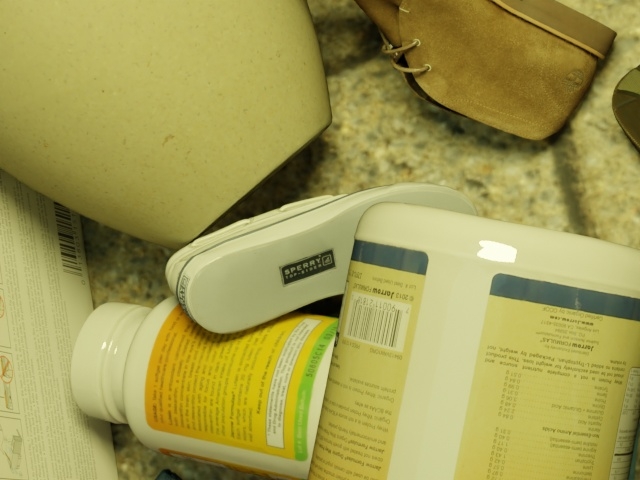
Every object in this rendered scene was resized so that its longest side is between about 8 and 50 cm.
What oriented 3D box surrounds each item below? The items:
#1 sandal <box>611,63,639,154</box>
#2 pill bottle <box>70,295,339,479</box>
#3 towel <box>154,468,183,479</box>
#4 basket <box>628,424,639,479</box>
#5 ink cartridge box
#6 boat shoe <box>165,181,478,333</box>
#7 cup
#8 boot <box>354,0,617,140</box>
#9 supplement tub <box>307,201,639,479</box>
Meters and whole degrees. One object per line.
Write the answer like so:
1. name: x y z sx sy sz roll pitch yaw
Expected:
1. sandal: 0.292 -0.044 1.222 0.090 0.060 0.219 -33 55 9
2. pill bottle: -0.075 0.117 1.306 0.245 0.136 0.136 8 84 25
3. towel: -0.145 0.260 1.372 0.067 0.029 0.119 40 99 24
4. basket: 0.307 0.201 1.102 0.289 0.201 0.255 0 78 50
5. ink cartridge box: -0.275 0.072 1.334 0.066 0.261 0.296 -16 74 20
6. boat shoe: 0.000 0.000 1.279 0.084 0.258 0.095 -141 44 -59
7. cup: -0.127 -0.134 1.304 0.331 0.331 0.237 -41 91 12
8. boot: 0.077 -0.171 1.240 0.305 0.112 0.115 23 100 -15
9. supplement tub: 0.110 0.144 1.147 0.228 0.228 0.316 12 90 25
